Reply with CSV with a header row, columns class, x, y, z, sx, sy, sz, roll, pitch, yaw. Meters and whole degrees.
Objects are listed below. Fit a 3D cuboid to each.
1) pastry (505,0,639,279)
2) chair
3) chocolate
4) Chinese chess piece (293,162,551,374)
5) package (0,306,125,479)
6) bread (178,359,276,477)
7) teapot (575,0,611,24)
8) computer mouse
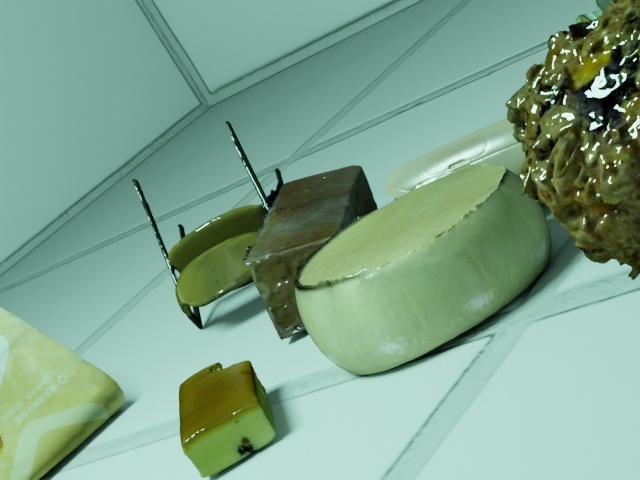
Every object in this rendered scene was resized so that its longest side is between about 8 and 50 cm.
class,x,y,z,sx,sy,sz,roll,pitch,yaw
pastry,0.257,-0.114,1.373,0.193,0.275,0.275,24,42,21
chair,-0.117,0.004,2.096,0.159,0.172,0.247,-30,55,11
chocolate,0.000,0.000,1.922,0.112,0.112,0.321,-21,14,12
Chinese chess piece,0.095,0.023,1.587,0.250,0.103,0.250,-30,11,7
package,-0.406,0.248,1.917,0.311,0.221,0.165,-45,-22,-40
bread,-0.093,0.162,1.628,0.088,0.049,0.226,-32,11,1
teapot,0.372,-0.253,1.702,0.239,0.239,0.321,-43,15,12
computer mouse,0.179,-0.071,1.740,0.236,0.082,0.145,-24,-7,26
